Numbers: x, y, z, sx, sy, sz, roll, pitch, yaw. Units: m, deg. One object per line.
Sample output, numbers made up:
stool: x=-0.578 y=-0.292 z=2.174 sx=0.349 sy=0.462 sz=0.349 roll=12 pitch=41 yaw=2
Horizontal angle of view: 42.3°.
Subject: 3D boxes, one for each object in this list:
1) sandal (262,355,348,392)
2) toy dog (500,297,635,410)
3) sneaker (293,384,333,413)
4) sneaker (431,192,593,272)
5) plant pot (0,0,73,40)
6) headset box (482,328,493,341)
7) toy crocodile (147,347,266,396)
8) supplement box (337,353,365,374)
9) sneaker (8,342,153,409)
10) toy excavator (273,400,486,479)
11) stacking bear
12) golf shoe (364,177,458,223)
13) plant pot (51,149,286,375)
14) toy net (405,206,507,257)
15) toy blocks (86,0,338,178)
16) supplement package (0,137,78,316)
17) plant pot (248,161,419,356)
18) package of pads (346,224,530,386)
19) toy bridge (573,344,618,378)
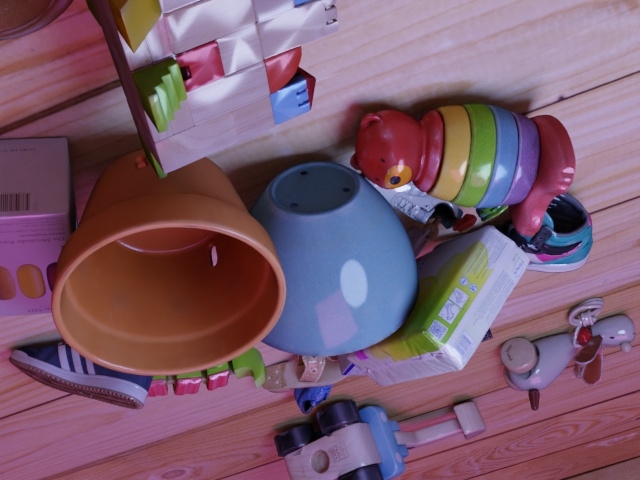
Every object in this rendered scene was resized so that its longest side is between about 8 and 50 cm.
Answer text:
sandal: x=-0.031 y=0.266 z=1.750 sx=0.240 sy=0.088 sz=0.079 roll=-20 pitch=152 yaw=18
toy dog: x=0.580 y=0.291 z=1.944 sx=0.333 sy=0.161 sz=0.220 roll=-33 pitch=142 yaw=26
sneaker: x=0.010 y=0.317 z=1.846 sx=0.069 sy=0.082 sz=0.209 roll=12 pitch=137 yaw=-30
sneaker: x=0.343 y=-0.013 z=1.447 sx=0.295 sy=0.124 sz=0.178 roll=-7 pitch=143 yaw=-4
plant pot: x=-0.365 y=-0.293 z=0.860 sx=0.236 sy=0.032 sz=0.236 roll=-10 pitch=147 yaw=-7
headset box: x=0.338 y=0.208 z=1.848 sx=0.083 sy=0.032 sz=0.062 roll=-20 pitch=145 yaw=11
toy crocodile: x=-0.277 y=0.261 z=1.635 sx=0.340 sy=0.105 sz=0.115 roll=-4 pitch=145 yaw=-14
supplement box: x=0.149 y=0.206 z=1.706 sx=0.220 sy=0.111 sz=0.114 roll=5 pitch=142 yaw=-25
sneaker: x=-0.424 y=0.204 z=1.526 sx=0.282 sy=0.153 sz=0.099 roll=12 pitch=153 yaw=17
toy excavator: x=0.166 y=0.531 z=2.144 sx=0.433 sy=0.222 sz=0.445 roll=-32 pitch=156 yaw=24
stacking bear: x=0.191 y=-0.122 z=1.203 sx=0.289 sy=0.164 sz=0.175 roll=6 pitch=145 yaw=-9
golf shoe: x=0.148 y=-0.068 z=1.328 sx=0.176 sy=0.086 sz=0.069 roll=2 pitch=145 yaw=-20
plant pot: x=-0.203 y=0.013 z=1.103 sx=0.290 sy=0.203 sz=0.291 roll=-7 pitch=136 yaw=-7
toy net: x=0.218 y=-0.019 z=1.397 sx=0.232 sy=0.122 sz=0.045 roll=-32 pitch=111 yaw=25
toy blocks: x=-0.101 y=-0.253 z=0.898 sx=0.260 sy=0.191 sz=0.381 roll=-25 pitch=140 yaw=-15
supplement package: x=-0.411 y=-0.012 z=1.160 sx=0.139 sy=0.134 sz=0.244 roll=-4 pitch=145 yaw=-13
plant pot: x=0.000 y=0.000 z=1.229 sx=0.290 sy=0.290 sz=0.195 roll=-11 pitch=130 yaw=-5
package of pads: x=0.186 y=0.109 z=1.331 sx=0.101 sy=0.229 sz=0.296 roll=41 pitch=156 yaw=-7
toy bridge: x=0.696 y=0.301 z=2.122 sx=0.063 sy=0.026 sz=0.188 roll=-2 pitch=144 yaw=-16
